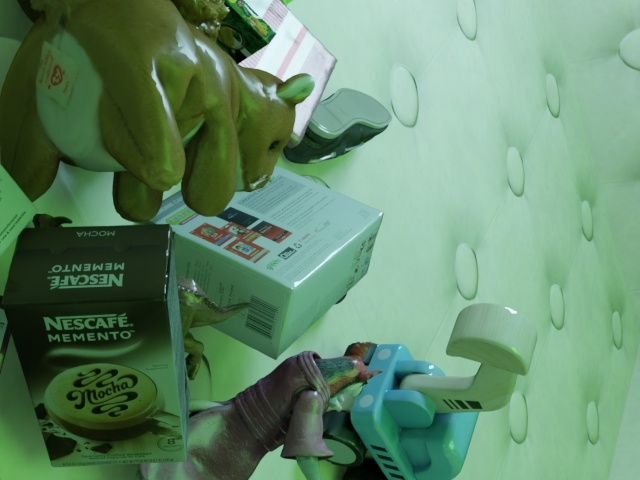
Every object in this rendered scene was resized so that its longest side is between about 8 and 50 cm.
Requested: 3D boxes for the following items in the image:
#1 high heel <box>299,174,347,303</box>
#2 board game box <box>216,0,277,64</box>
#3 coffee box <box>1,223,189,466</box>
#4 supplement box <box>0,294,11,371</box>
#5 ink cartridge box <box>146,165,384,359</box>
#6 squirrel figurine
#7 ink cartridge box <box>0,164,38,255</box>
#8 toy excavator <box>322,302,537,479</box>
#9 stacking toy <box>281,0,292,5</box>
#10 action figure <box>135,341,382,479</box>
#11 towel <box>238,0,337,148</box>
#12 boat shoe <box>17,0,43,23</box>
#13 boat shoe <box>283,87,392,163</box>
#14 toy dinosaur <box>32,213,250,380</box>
[{"bbox_3d":[0.000,0.000,1.692,0.117,0.082,0.244,0,70,-86],"label":"high heel"},{"bbox_3d":[-0.192,-0.355,1.290,0.259,0.136,0.030,43,59,-20],"label":"board game box"},{"bbox_3d":[-0.244,0.128,1.047,0.119,0.168,0.297,-96,-174,-47],"label":"coffee box"},{"bbox_3d":[-0.394,0.152,0.976,0.080,0.104,0.188,18,67,-26],"label":"supplement box"},{"bbox_3d":[-0.094,0.009,1.426,0.309,0.271,0.130,-38,148,-53],"label":"ink cartridge box"},{"bbox_3d":[-0.176,-0.221,1.135,0.370,0.281,0.397,-5,84,-52],"label":"squirrel figurine"},{"bbox_3d":[-0.422,-0.072,0.942,0.208,0.153,0.087,59,41,-33],"label":"ink cartridge box"},{"bbox_3d":[0.202,0.284,1.598,0.433,0.445,0.222,61,39,-33],"label":"toy excavator"},{"bbox_3d":[-0.064,-0.336,1.642,0.221,0.052,0.167,-54,130,-47],"label":"stacking toy"},{"bbox_3d":[-0.087,0.237,1.272,0.276,0.370,0.248,52,4,-20],"label":"action figure"},{"bbox_3d":[-0.120,-0.330,1.475,0.329,0.037,0.237,43,44,-22],"label":"towel"},{"bbox_3d":[-0.366,-0.349,1.156,0.049,0.056,0.152,-33,108,-55],"label":"boat shoe"},{"bbox_3d":[0.029,-0.219,1.756,0.112,0.095,0.335,48,29,9],"label":"boat shoe"},{"bbox_3d":[-0.226,0.073,1.171,0.127,0.295,0.200,-98,-161,-46],"label":"toy dinosaur"}]
